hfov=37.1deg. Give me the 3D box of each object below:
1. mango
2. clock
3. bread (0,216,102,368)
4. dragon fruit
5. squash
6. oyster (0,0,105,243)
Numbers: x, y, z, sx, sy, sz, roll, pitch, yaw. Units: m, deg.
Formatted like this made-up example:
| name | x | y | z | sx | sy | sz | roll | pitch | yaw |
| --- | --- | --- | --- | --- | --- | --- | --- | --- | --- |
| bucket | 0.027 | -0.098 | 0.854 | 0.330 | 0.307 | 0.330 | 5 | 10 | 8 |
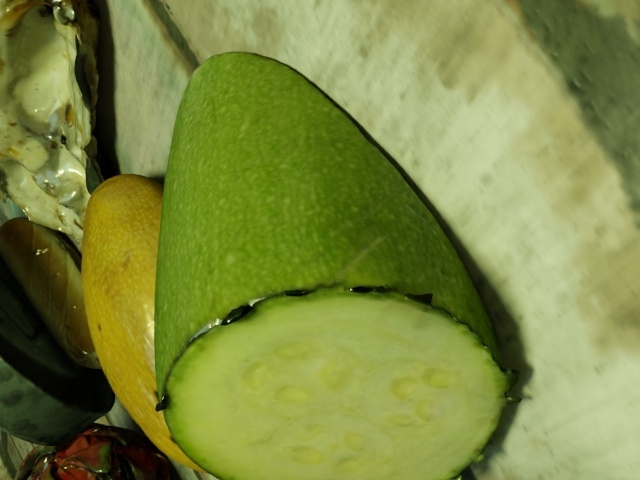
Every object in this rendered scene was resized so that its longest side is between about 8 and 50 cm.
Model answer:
| name | x | y | z | sx | sy | sz | roll | pitch | yaw |
| --- | --- | --- | --- | --- | --- | --- | --- | --- | --- |
| mango | -0.118 | 0.055 | 0.708 | 0.262 | 0.109 | 0.157 | 52 | 154 | 27 |
| clock | -0.347 | 0.079 | 1.009 | 0.319 | 0.066 | 0.319 | 50 | 180 | 0 |
| bread | -0.278 | 0.056 | 1.034 | 0.214 | 0.073 | 0.053 | 48 | 167 | 24 |
| dragon fruit | -0.248 | 0.290 | 1.070 | 0.188 | 0.182 | 0.182 | -124 | 26 | -46 |
| squash | 0.000 | 0.000 | 0.552 | 0.260 | 0.189 | 0.189 | -91 | 2 | -49 |
| oyster | -0.218 | -0.114 | 0.797 | 0.129 | 0.078 | 0.345 | 35 | 143 | 10 |
